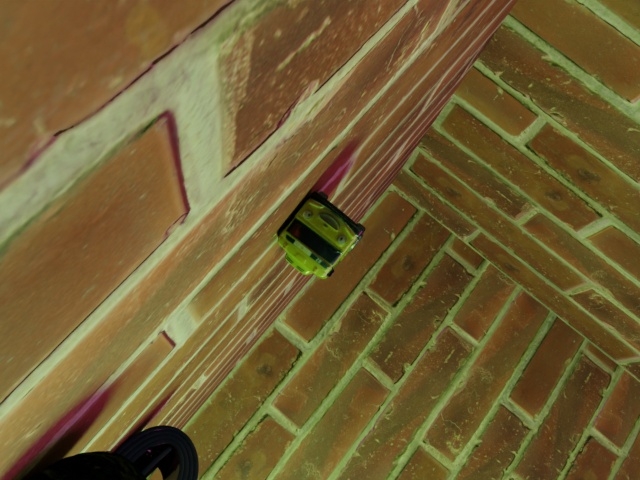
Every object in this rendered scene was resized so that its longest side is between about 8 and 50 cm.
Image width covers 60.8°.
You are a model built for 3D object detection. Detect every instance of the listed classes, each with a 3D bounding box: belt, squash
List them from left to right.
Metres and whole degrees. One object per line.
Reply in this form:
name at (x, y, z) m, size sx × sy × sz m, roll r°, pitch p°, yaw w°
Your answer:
squash at (-0.321, 0.377, 0.709) m, size 0.218 × 0.173 × 0.218 m, roll -56°, pitch 161°, yaw -32°
belt at (-0.410, 0.574, 1.209) m, size 0.117 × 0.212 × 0.347 m, roll -51°, pitch 180°, yaw 29°

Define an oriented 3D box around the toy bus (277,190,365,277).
toy bus at (0.000, 0.000, 1.107) m, size 0.150 × 0.128 × 0.262 m, roll -50°, pitch 176°, yaw -3°
